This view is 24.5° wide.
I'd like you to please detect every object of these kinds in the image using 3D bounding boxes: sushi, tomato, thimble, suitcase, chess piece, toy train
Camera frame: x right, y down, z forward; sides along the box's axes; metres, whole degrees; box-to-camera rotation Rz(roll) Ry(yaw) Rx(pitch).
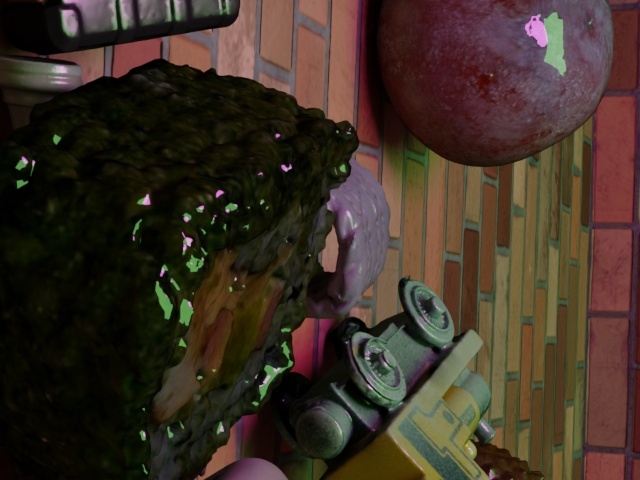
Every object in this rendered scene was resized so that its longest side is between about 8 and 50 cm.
[{"bbox_3d":[-0.122,0.036,1.053,0.352,0.178,0.294,-37,145,-62],"label":"sushi"},{"bbox_3d":[0.216,-0.249,1.857,0.317,0.283,0.316,8,79,-48],"label":"tomato"},{"bbox_3d":[-0.002,-0.002,1.498,0.118,0.127,0.151,-40,127,-61],"label":"thimble"},{"bbox_3d":[-0.154,-0.289,1.090,0.206,0.066,0.285,-19,109,-46],"label":"suitcase"},{"bbox_3d":[-0.208,-0.079,1.059,0.067,0.067,0.103,-15,114,-68],"label":"chess piece"},{"bbox_3d":[0.095,0.183,1.597,0.237,0.150,0.369,49,26,2],"label":"toy train"}]

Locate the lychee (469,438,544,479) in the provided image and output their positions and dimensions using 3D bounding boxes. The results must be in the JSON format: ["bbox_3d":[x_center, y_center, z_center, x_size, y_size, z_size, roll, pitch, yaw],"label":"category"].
[{"bbox_3d":[0.148,0.357,1.726,0.320,0.270,0.269,22,70,-53],"label":"lychee"}]

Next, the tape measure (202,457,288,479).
[{"bbox_3d":[-0.124,0.274,1.046,0.130,0.265,0.258,58,19,2],"label":"tape measure"}]
